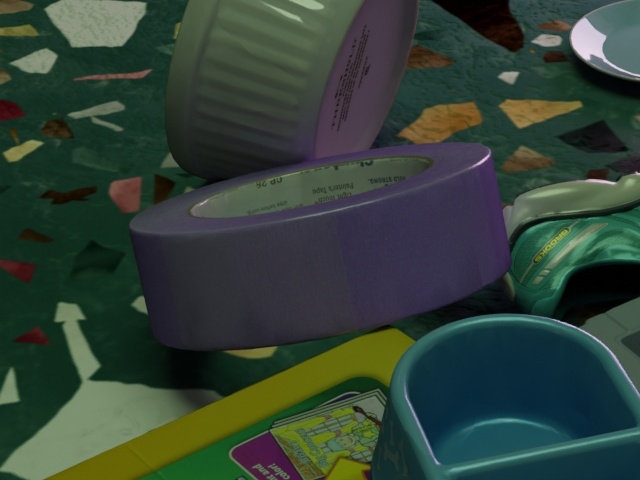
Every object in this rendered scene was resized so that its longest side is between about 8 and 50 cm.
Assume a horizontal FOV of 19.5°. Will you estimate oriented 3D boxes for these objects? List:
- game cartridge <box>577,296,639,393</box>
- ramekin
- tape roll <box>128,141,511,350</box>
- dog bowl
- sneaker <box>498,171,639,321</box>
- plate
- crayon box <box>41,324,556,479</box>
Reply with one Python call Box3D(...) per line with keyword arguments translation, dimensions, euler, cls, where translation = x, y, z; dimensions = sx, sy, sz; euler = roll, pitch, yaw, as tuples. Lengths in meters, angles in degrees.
Box3D(translation=(0.330, 0.084, 1.340), dimensions=(0.294, 0.060, 0.196), euler=(-21, 32, -21), cls="game cartridge")
Box3D(translation=(-0.014, -0.162, 1.596), dimensions=(0.127, 0.273, 0.273), euler=(22, 38, 15), cls="ramekin")
Box3D(translation=(0.000, 0.000, 1.391), dimensions=(0.275, 0.090, 0.275), euler=(-11, 11, 2), cls="tape roll")
Box3D(translation=(0.127, 0.144, 1.050), dimensions=(0.166, 0.074, 0.297), euler=(-10, 34, -9), cls="dog bowl")
Box3D(translation=(0.271, 0.006, 1.463), dimensions=(0.275, 0.107, 0.110), euler=(-14, 52, -8), cls="sneaker")
Box3D(translation=(0.335, -0.187, 1.809), dimensions=(0.188, 0.024, 0.188), euler=(-2, 32, 1), cls="plate")
Box3D(translation=(0.027, 0.222, 1.109), dimensions=(0.313, 0.106, 0.363), euler=(-24, 37, -27), cls="crayon box")
